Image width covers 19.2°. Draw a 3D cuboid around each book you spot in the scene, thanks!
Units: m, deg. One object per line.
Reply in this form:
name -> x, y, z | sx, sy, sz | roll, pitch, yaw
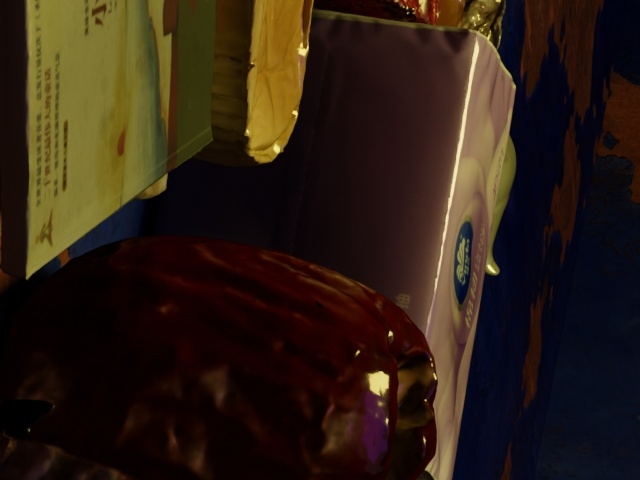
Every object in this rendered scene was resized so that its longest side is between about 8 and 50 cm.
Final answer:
book -> -0.113, -0.115, 1.045 | 0.289, 0.026, 0.201 | -50, 145, -66

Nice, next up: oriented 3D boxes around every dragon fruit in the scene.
dragon fruit -> 0.023, -0.225, 1.422 | 0.162, 0.083, 0.106 | 26, 64, -47

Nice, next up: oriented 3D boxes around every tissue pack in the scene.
tissue pack -> 0.000, 0.000, 1.425 | 0.160, 0.242, 0.338 | 45, 53, -67

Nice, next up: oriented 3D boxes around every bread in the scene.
bread -> -0.075, -0.180, 1.273 | 0.179, 0.133, 0.250 | -56, 154, -68

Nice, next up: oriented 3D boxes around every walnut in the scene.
walnut -> -0.064, 0.121, 1.198 | 0.222, 0.269, 0.244 | 70, 26, -67

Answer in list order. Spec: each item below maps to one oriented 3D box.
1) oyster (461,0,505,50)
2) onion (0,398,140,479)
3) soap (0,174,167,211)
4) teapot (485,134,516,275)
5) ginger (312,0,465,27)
oyster -> 0.143, -0.226, 2.161 | 0.204, 0.111, 0.396 | 138, -42, -87
onion -> -0.122, 0.257, 1.081 | 0.146, 0.280, 0.314 | -49, 145, -39
soap -> -0.151, -0.175, 1.098 | 0.199, 0.091, 0.315 | -26, 122, -71
teapot -> 0.045, -0.084, 1.767 | 0.318, 0.220, 0.149 | 9, 126, -43
ginger -> 0.023, -0.334, 1.514 | 0.254, 0.176, 0.418 | -16, 110, -66
